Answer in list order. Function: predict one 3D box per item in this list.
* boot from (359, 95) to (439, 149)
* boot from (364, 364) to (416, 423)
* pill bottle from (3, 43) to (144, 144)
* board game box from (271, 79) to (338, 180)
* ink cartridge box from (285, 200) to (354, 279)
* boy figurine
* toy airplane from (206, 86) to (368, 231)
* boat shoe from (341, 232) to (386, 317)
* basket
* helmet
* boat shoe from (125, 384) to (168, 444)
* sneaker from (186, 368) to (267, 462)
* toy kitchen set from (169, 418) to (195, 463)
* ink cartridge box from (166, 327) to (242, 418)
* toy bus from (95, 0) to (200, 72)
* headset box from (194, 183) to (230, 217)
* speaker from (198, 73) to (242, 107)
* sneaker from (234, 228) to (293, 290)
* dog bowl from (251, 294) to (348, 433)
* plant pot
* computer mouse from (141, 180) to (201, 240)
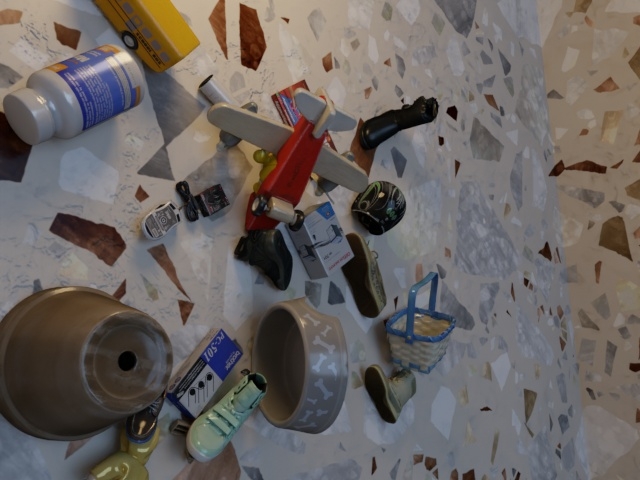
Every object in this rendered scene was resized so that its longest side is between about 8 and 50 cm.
[{"bbox_3d":[0.268,-0.402,2.138,0.246,0.207,0.094,-40,110,-41],"label":"boot"},{"bbox_3d":[0.228,0.451,2.028,0.165,0.077,0.213,-39,115,-41],"label":"boot"},{"bbox_3d":[-0.529,-0.311,1.370,0.272,0.152,0.152,-42,111,-41],"label":"pill bottle"},{"bbox_3d":[-0.039,-0.340,1.950,0.145,0.027,0.281,-40,110,-43],"label":"board game box"},{"bbox_3d":[0.000,0.000,1.885,0.139,0.082,0.190,-38,107,-42],"label":"ink cartridge box"},{"bbox_3d":[-0.434,0.515,1.340,0.177,0.092,0.285,56,45,-47],"label":"boy figurine"},{"bbox_3d":[-0.081,-0.240,1.719,0.384,0.272,0.386,-24,116,-13],"label":"toy airplane"},{"bbox_3d":[0.138,0.101,1.997,0.089,0.104,0.285,-34,117,-47],"label":"boat shoe"},{"bbox_3d":[0.322,0.261,2.039,0.255,0.201,0.289,-18,119,-61],"label":"basket"},{"bbox_3d":[0.197,-0.114,2.057,0.161,0.169,0.169,-51,119,-19],"label":"helmet"},{"bbox_3d":[-0.380,0.361,1.398,0.066,0.066,0.183,18,31,-10],"label":"boat shoe"},{"bbox_3d":[-0.215,0.401,1.498,0.094,0.151,0.256,40,27,3],"label":"sneaker"},{"bbox_3d":[-0.318,0.480,1.491,0.075,0.083,0.068,32,102,-36],"label":"toy kitchen set"},{"bbox_3d":[-0.286,0.324,1.563,0.097,0.046,0.207,55,50,-24],"label":"ink cartridge box"},{"bbox_3d":[-0.447,-0.570,1.516,0.332,0.130,0.108,53,50,-24],"label":"toy bus"},{"bbox_3d":[-0.286,-0.103,1.656,0.083,0.032,0.062,-36,108,-44],"label":"headset box"},{"bbox_3d":[-0.265,-0.381,1.714,0.136,0.055,0.055,46,54,-28],"label":"speaker"},{"bbox_3d":[-0.152,0.049,1.733,0.227,0.130,0.087,70,32,-49],"label":"sneaker"},{"bbox_3d":[-0.067,0.309,1.591,0.102,0.349,0.349,6,78,-31],"label":"dog bowl"},{"bbox_3d":[-0.447,0.238,1.257,0.323,0.280,0.323,12,73,-42],"label":"plant pot"},{"bbox_3d":[-0.376,-0.063,1.555,0.193,0.042,0.106,-42,116,-47],"label":"computer mouse"}]
